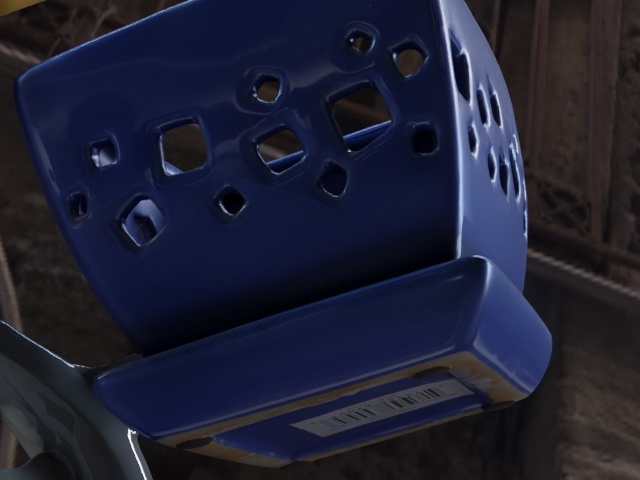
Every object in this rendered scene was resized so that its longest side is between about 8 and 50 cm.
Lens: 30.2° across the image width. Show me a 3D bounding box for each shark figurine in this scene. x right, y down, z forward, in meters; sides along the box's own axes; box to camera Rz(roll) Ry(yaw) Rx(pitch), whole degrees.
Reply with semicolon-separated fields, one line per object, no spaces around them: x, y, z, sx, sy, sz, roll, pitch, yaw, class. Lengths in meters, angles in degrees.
-0.151;0.084;0.699;0.116;0.166;0.278;-33;-61;-2;shark figurine

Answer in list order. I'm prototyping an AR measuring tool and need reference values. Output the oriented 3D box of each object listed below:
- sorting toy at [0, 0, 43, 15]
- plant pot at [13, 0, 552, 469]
-0.269;-0.114;0.718;0.047;0.348;0.196;44;-34;10;sorting toy
0.000;0.000;0.657;0.236;0.212;0.236;-18;-21;14;plant pot
